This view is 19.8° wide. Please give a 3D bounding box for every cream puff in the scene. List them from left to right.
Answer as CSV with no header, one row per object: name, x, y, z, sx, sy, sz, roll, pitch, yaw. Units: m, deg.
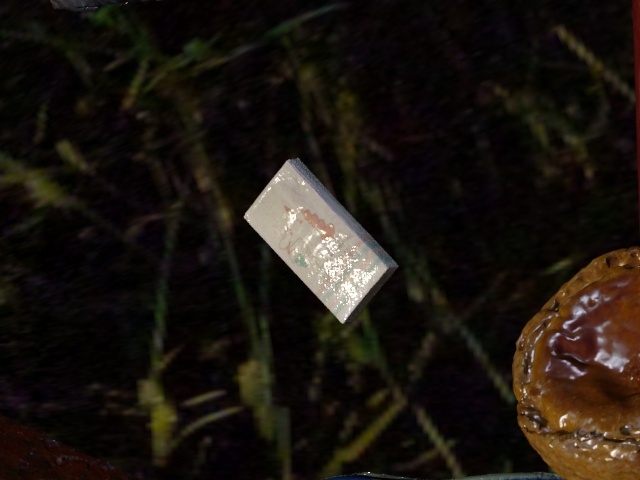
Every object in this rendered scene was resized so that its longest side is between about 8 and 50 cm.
cream puff,0.235,0.118,1.225,0.183,0.183,0.169,-54,131,-21

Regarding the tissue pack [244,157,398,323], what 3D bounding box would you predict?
tissue pack,0.000,0.000,1.244,0.108,0.056,0.023,48,24,18

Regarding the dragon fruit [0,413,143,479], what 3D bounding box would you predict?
dragon fruit,-0.225,0.284,1.452,0.317,0.152,0.205,27,111,-20

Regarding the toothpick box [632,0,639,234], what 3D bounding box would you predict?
toothpick box,0.186,0.060,0.481,0.204,0.204,0.333,5,80,-24

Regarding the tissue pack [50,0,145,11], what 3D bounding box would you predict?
tissue pack,-0.120,-0.218,1.050,0.073,0.235,0.173,-53,124,-26

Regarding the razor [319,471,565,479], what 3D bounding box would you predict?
razor,0.145,0.200,1.403,0.324,0.093,0.056,4,58,17
